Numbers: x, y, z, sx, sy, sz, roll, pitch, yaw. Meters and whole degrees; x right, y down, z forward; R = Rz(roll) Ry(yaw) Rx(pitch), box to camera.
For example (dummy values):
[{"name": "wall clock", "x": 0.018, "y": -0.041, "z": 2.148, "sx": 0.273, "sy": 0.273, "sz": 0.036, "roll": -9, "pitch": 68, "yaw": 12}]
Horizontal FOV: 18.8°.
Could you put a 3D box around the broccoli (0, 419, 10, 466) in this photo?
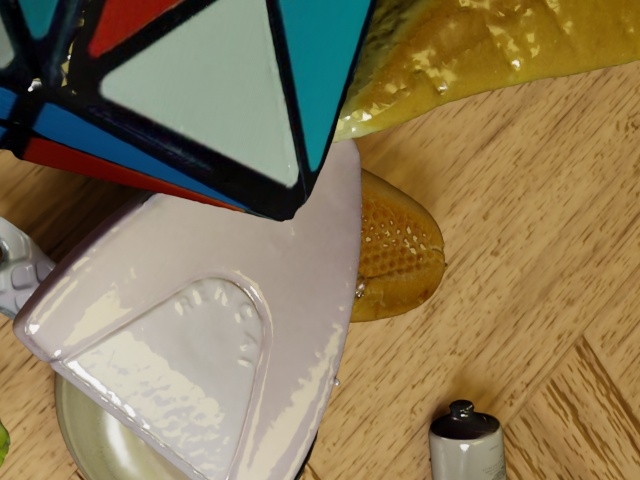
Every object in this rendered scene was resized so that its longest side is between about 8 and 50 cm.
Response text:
[{"name": "broccoli", "x": -0.290, "y": 0.208, "z": 1.124, "sx": 0.165, "sy": 0.145, "sz": 0.304, "roll": 35, "pitch": 59, "yaw": 6}]

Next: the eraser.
[{"name": "eraser", "x": -0.054, "y": 0.024, "z": 1.213, "sx": 0.204, "sy": 0.059, "sz": 0.243, "roll": 43, "pitch": 64, "yaw": -21}]

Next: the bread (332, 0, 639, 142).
[{"name": "bread", "x": 0.104, "y": -0.133, "z": 1.298, "sx": 0.361, "sy": 0.233, "sz": 0.245, "roll": -45, "pitch": 120, "yaw": -18}]

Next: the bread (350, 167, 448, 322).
[{"name": "bread", "x": 0.000, "y": 0.000, "z": 1.329, "sx": 0.189, "sy": 0.077, "sz": 0.114, "roll": 17, "pitch": 66, "yaw": -35}]

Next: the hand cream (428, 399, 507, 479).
[{"name": "hand cream", "x": 0.114, "y": 0.207, "z": 1.453, "sx": 0.087, "sy": 0.054, "sz": 0.186, "roll": -20, "pitch": 113, "yaw": -37}]

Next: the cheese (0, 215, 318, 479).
[{"name": "cheese", "x": -0.121, "y": 0.076, "z": 1.245, "sx": 0.286, "sy": 0.082, "sz": 0.163, "roll": 44, "pitch": 68, "yaw": -30}]

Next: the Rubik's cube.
[{"name": "Rubik's cube", "x": -0.125, "y": -0.173, "z": 1.077, "sx": 0.248, "sy": 0.246, "sz": 0.250, "roll": 25, "pitch": 81, "yaw": -56}]
